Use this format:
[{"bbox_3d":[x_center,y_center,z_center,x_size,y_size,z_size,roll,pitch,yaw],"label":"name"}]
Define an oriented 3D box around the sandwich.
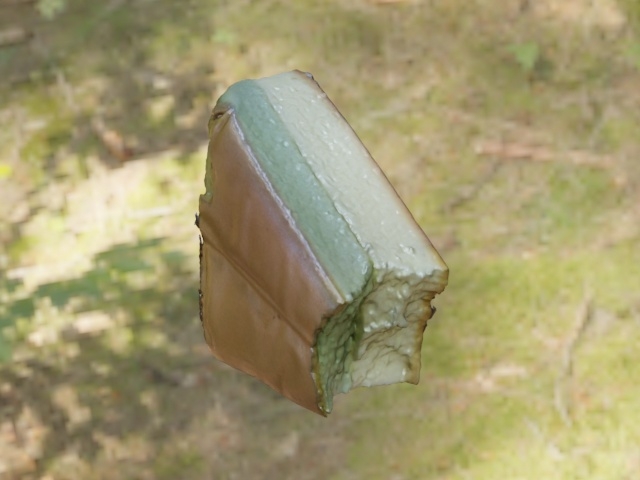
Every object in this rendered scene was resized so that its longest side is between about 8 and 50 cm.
[{"bbox_3d":[0.000,0.000,1.297,0.108,0.220,0.186,-13,22,-35],"label":"sandwich"}]
